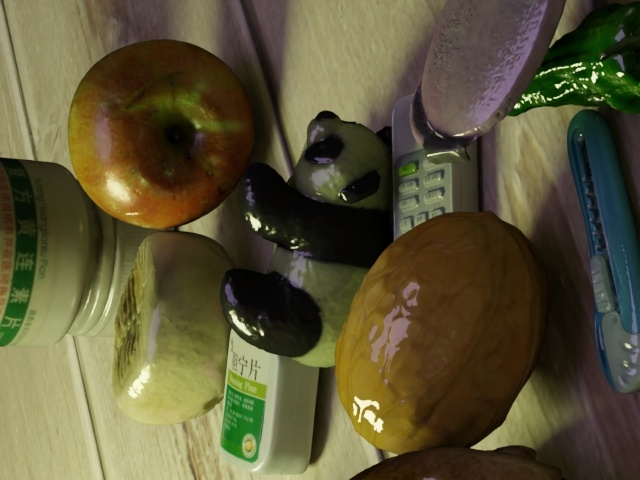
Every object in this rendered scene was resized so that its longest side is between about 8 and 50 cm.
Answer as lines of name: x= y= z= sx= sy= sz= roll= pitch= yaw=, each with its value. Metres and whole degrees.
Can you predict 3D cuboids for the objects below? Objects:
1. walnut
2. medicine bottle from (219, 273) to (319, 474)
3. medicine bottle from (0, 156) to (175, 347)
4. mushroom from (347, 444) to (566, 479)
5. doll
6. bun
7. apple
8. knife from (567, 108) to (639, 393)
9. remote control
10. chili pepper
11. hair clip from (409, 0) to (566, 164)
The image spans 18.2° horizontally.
walnut: x=0.095 y=0.072 z=1.544 sx=0.159 sy=0.159 sz=0.207 roll=43 pitch=115 yaw=56
medicine bottle: x=-0.046 y=0.127 z=1.908 sx=0.119 sy=0.069 sz=0.183 roll=17 pitch=100 yaw=64
medicine bottle: x=-0.346 y=0.013 z=2.199 sx=0.208 sy=0.339 sz=0.208 roll=-13 pitch=75 yaw=62
mushroom: x=0.078 y=0.220 z=1.513 sx=0.286 sy=0.151 sz=0.156 roll=117 pitch=170 yaw=-64
doll: x=0.000 y=0.002 z=1.773 sx=0.135 sy=0.143 sz=0.234 roll=9 pitch=96 yaw=18
bun: x=-0.136 y=0.087 z=2.029 sx=0.178 sy=0.128 sz=0.193 roll=119 pitch=155 yaw=-43
apple: x=-0.166 y=-0.110 z=2.035 sx=0.196 sy=0.196 sz=0.196 roll=-13 pitch=76 yaw=61
knife: x=0.210 y=0.005 z=1.474 sx=0.064 sy=0.031 sz=0.222 roll=136 pitch=131 yaw=-57
remote control: x=0.097 y=-0.004 z=1.687 sx=0.103 sy=0.034 sz=0.250 roll=-14 pitch=75 yaw=61
chili pepper: x=0.190 y=-0.127 z=1.454 sx=0.257 sy=0.100 sz=0.074 roll=-12 pitch=58 yaw=62
hair clip: x=0.149 y=-0.225 z=1.455 sx=0.110 sy=0.095 sz=0.359 roll=16 pitch=80 yaw=19
